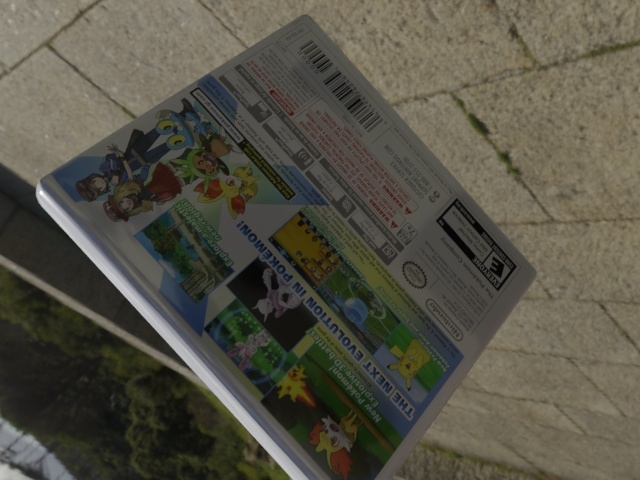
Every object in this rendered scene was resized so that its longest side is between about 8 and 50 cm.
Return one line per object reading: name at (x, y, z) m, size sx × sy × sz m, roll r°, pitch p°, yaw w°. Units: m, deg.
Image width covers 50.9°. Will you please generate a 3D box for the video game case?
video game case at (0.000, 0.000, 0.554) m, size 0.329 × 0.300 × 0.036 m, roll 48°, pitch 147°, yaw -2°
